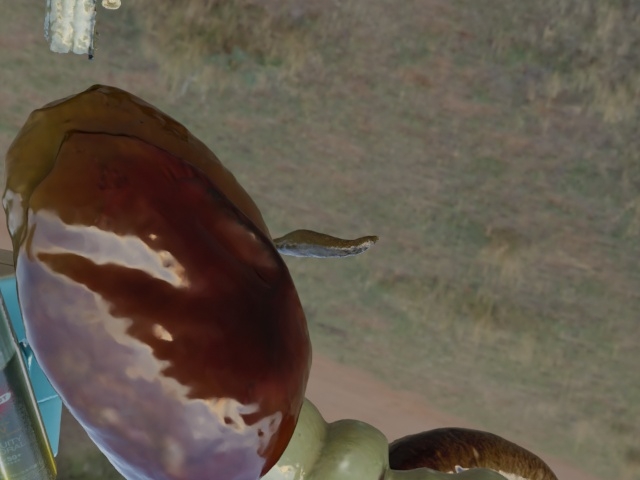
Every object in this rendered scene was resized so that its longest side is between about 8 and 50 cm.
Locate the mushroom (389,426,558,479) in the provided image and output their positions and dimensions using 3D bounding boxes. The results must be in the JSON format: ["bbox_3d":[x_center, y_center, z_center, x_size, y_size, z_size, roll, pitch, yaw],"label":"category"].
[{"bbox_3d":[0.154,0.397,1.456,0.345,0.345,0.239,25,141,-31],"label":"mushroom"}]

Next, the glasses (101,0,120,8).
[{"bbox_3d":[-0.310,-0.424,1.700,0.220,0.189,0.088,22,137,41],"label":"glasses"}]

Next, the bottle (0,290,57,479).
[{"bbox_3d":[-0.333,0.155,1.185,0.082,0.082,0.286,13,135,17],"label":"bottle"}]

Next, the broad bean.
[{"bbox_3d":[-0.092,0.029,0.629,0.156,0.228,0.122,-28,178,-41],"label":"broad bean"}]

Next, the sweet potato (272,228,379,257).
[{"bbox_3d":[-0.001,0.004,1.532,0.153,0.041,0.038,0,130,21],"label":"sweet potato"}]

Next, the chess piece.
[{"bbox_3d":[0.027,0.180,0.785,0.243,0.133,0.133,27,167,0],"label":"chess piece"}]

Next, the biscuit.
[{"bbox_3d":[-0.163,-0.193,0.780,0.040,0.121,0.199,4,-165,-12],"label":"biscuit"}]

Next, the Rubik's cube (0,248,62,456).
[{"bbox_3d":[-0.532,0.157,1.544,0.291,0.290,0.291,10,-173,20],"label":"Rubik's cube"}]
